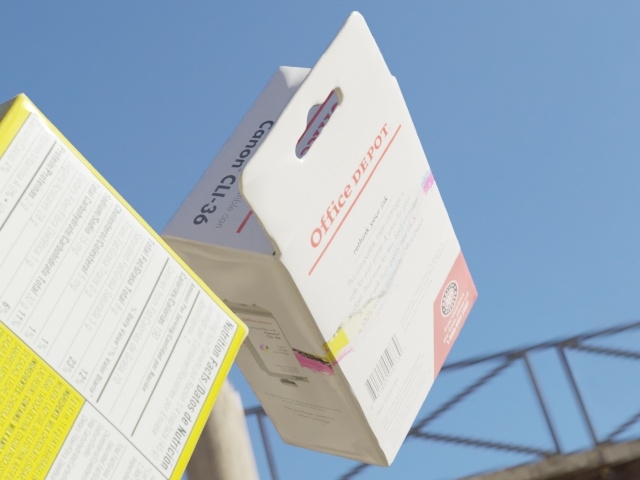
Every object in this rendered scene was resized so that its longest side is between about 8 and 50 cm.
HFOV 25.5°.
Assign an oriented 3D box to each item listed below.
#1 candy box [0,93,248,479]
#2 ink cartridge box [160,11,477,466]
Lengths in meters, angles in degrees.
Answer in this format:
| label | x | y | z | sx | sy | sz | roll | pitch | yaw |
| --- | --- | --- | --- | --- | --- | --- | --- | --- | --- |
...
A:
| label | x | y | z | sx | sy | sz | roll | pitch | yaw |
| --- | --- | --- | --- | --- | --- | --- | --- | --- | --- |
| candy box | -0.090 | 0.065 | 0.358 | 0.027 | 0.206 | 0.105 | -17 | -55 | 36 |
| ink cartridge box | 0.000 | 0.000 | 0.660 | 0.067 | 0.115 | 0.198 | 9 | -38 | 32 |
